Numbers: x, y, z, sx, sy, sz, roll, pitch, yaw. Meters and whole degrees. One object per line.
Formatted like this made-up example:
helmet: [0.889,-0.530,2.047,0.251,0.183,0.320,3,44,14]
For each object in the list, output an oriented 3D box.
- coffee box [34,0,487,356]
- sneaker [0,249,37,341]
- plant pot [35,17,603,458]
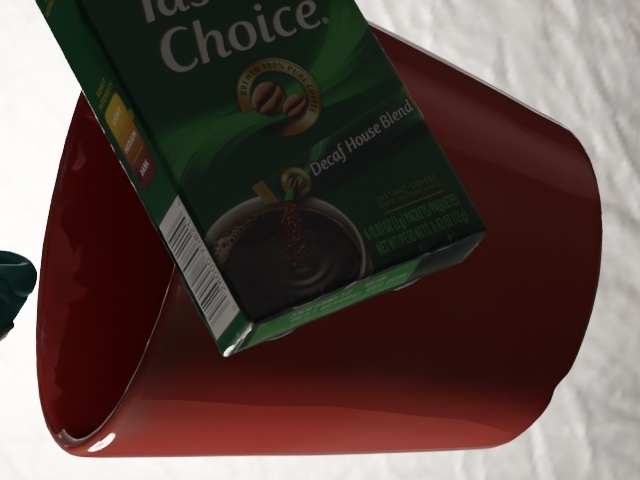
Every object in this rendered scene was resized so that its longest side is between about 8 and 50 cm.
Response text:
coffee box: [-0.028,-0.057,0.684,0.113,0.184,0.040,-20,163,-26]
sneaker: [-0.258,-0.050,0.917,0.110,0.107,0.275,-38,98,9]
plant pot: [0.000,0.000,0.950,0.243,0.274,0.275,13,153,-23]
